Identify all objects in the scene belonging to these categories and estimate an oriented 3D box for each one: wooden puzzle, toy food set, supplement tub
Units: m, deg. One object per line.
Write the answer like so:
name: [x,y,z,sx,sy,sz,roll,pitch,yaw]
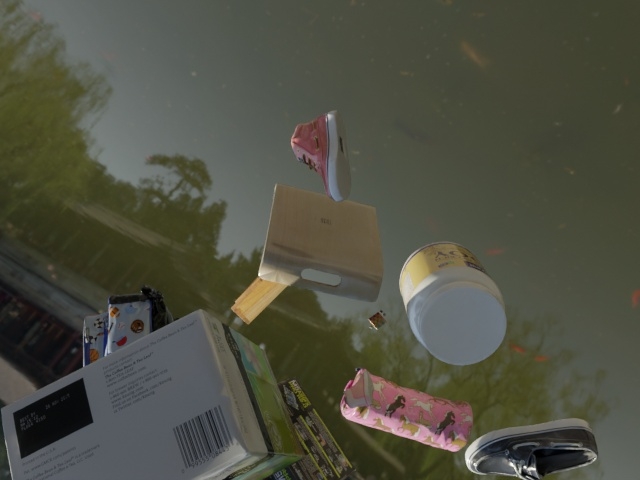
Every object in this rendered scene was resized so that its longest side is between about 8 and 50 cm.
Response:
wooden puzzle: [0.209,0.293,2.081,0.049,0.083,0.006,50,156,17]
toy food set: [0.000,0.000,1.128,0.219,0.306,0.092,13,122,-8]
supplement tub: [0.340,0.156,1.490,0.241,0.241,0.331,38,-166,-9]

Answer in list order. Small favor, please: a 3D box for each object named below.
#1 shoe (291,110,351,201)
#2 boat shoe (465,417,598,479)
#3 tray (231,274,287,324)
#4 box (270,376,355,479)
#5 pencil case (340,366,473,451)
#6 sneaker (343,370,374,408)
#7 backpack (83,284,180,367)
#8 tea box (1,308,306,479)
shoe: [0.000,-0.132,0.936,0.081,0.178,0.063,-15,147,20]
boat shoe: [0.479,0.499,1.305,0.301,0.102,0.108,-20,111,21]
tray: [-0.114,0.081,1.710,0.076,0.203,0.411,44,-159,-2]
box: [-0.059,0.463,1.315,0.270,0.060,0.216,54,-158,18]
pencil case: [0.260,0.505,1.693,0.386,0.167,0.160,20,142,-7]
sneaker: [0.089,0.356,1.356,0.134,0.070,0.051,-60,-51,-77]
backpack: [-0.396,0.266,1.242,0.276,0.213,0.264,76,178,-63]
tea box: [-0.239,0.308,0.899,0.220,0.329,0.323,64,-178,24]
